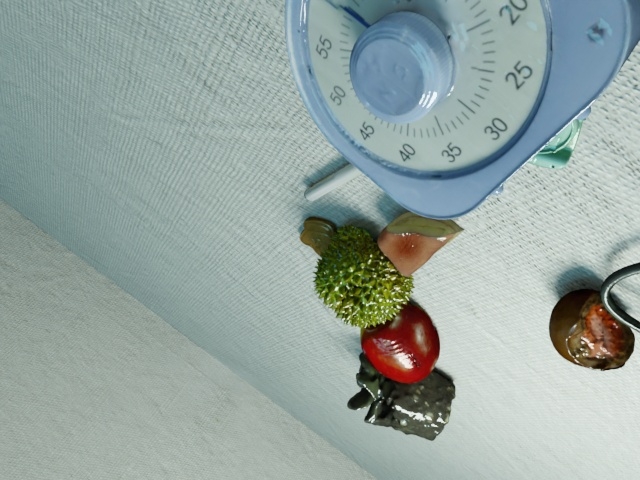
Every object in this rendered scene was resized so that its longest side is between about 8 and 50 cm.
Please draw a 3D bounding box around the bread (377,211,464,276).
[{"bbox_3d":[0.175,-0.003,0.925,0.119,0.067,0.192,28,149,-5],"label":"bread"}]

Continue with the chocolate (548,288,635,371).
[{"bbox_3d":[0.457,0.145,0.828,0.127,0.124,0.133,2,105,45],"label":"chocolate"}]

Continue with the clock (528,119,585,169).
[{"bbox_3d":[0.291,-0.161,0.636,0.101,0.041,0.135,21,145,21],"label":"clock"}]

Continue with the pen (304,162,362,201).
[{"bbox_3d":[0.050,-0.125,0.912,0.033,0.033,0.269,44,147,-16],"label":"pen"}]

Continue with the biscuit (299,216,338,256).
[{"bbox_3d":[-0.001,0.001,1.131,0.118,0.023,0.140,6,139,36],"label":"biscuit"}]

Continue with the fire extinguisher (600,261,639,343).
[{"bbox_3d":[0.556,0.073,0.669,0.200,0.113,0.376,57,152,20],"label":"fire extinguisher"}]

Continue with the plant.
[{"bbox_3d":[0.217,0.416,1.335,0.276,0.199,0.188,20,143,12],"label":"plant"}]

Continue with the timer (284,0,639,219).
[{"bbox_3d":[0.111,-0.227,0.556,0.395,0.173,0.395,29,145,22],"label":"timer"}]

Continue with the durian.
[{"bbox_3d":[0.085,0.091,1.046,0.200,0.176,0.237,32,166,43],"label":"durian"}]

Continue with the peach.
[{"bbox_3d":[0.203,0.266,1.176,0.158,0.154,0.267,4,136,37],"label":"peach"}]
